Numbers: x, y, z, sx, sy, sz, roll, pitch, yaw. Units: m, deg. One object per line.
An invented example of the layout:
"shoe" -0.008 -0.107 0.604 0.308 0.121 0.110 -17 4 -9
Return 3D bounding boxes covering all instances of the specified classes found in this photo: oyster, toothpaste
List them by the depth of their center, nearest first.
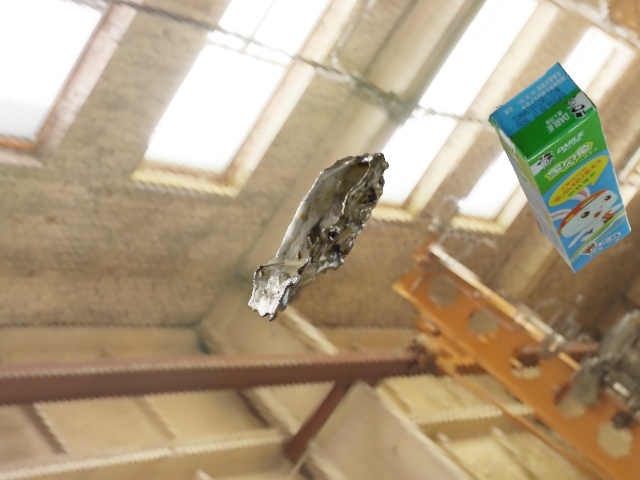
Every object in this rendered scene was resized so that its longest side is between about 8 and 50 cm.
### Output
"toothpaste" 0.190 -0.047 1.026 0.050 0.065 0.266 57 -176 25
"oyster" 0.005 -0.007 1.095 0.056 0.105 0.177 35 -121 -9
